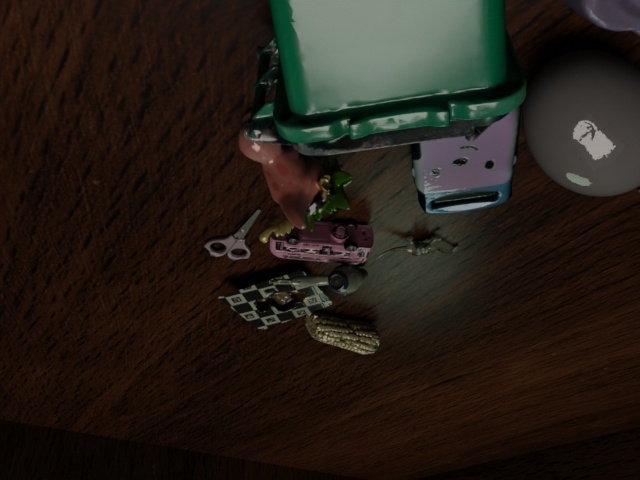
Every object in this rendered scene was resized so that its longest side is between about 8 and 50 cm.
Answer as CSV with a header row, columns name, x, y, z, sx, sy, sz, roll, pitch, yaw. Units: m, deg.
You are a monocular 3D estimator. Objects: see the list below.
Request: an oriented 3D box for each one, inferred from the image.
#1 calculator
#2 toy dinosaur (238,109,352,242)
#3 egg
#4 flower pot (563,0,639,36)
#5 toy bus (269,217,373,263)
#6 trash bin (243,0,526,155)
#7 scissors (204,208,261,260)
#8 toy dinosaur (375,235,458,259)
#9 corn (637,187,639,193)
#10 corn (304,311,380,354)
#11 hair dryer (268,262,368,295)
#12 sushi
name,x,y,z,sx,sy,sz,roll,pitch,yaw
calculator,0.235,-0.135,0.905,0.173,0.051,0.293,-8,145,9
toy dinosaur,-0.041,-0.103,0.867,0.152,0.194,0.177,-13,166,32
egg,0.375,-0.161,0.760,0.232,0.176,0.176,35,133,-27
flower pot,0.293,-0.317,0.479,0.265,0.243,0.265,-1,148,-1
toy bus,0.000,0.000,1.092,0.203,0.063,0.090,5,148,-4
trash bin,0.034,-0.291,0.521,0.295,0.259,0.381,-6,138,9
scissors,-0.164,-0.012,1.116,0.100,0.015,0.189,17,140,-25
toy dinosaur,0.204,0.013,1.133,0.180,0.037,0.058,2,141,-5
corn,0.662,-0.139,0.864,0.106,0.106,0.305,26,142,-32
corn,0.057,0.242,1.422,0.211,0.087,0.087,14,143,-22
hair dryer,0.014,0.084,1.190,0.199,0.067,0.167,-5,177,35
sushi,-0.101,0.128,1.293,0.210,0.040,0.192,-21,140,16
